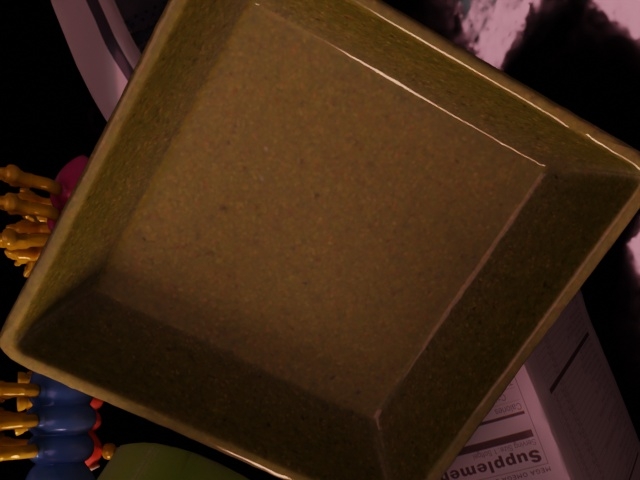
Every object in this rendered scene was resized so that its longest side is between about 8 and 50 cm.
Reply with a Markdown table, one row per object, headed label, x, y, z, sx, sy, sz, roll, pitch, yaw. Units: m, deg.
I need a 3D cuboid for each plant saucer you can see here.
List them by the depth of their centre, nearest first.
| label | x | y | z | sx | sy | sz | roll | pitch | yaw |
| --- | --- | --- | --- | --- | --- | --- | --- | --- | --- |
| plant saucer | 0.000 | 0.000 | 0.385 | 0.188 | 0.045 | 0.188 | 27 | 109 | -14 |

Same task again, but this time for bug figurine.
| label | x | y | z | sx | sy | sz | roll | pitch | yaw |
| --- | --- | --- | --- | --- | --- | --- | --- | --- | --- |
| bug figurine | -0.154 | 0.061 | 0.594 | 0.072 | 0.279 | 0.216 | 1 | 85 | -12 |

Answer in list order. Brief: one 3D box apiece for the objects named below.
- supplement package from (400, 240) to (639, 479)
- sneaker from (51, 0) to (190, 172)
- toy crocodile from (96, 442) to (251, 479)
| label | x | y | z | sx | sy | sz | roll | pitch | yaw |
| --- | --- | --- | --- | --- | --- | --- | --- | --- | --- |
| supplement package | 0.064 | 0.066 | 0.504 | 0.133 | 0.139 | 0.244 | -21 | 90 | 28 |
| sneaker | -0.061 | -0.167 | 0.476 | 0.127 | 0.126 | 0.321 | -26 | 61 | 13 |
| toy crocodile | -0.086 | 0.177 | 0.535 | 0.105 | 0.115 | 0.340 | 33 | 160 | -2 |
